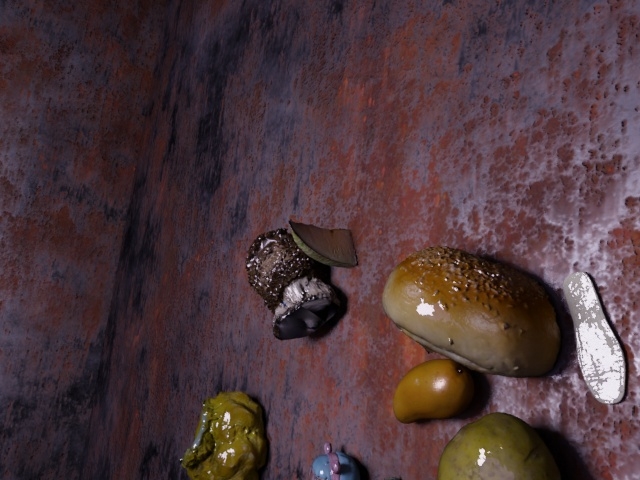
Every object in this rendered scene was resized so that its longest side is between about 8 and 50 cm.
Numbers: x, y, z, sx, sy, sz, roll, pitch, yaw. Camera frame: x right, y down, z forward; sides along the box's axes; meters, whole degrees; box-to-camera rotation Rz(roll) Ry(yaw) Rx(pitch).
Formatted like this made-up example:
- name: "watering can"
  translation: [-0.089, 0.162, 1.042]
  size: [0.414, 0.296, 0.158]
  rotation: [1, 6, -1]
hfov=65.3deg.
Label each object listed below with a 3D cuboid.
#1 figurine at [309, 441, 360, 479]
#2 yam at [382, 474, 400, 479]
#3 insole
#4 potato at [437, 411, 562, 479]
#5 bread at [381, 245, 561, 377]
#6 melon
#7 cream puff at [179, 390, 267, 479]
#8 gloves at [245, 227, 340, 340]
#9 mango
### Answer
- name: "figurine"
  translation: [0.017, 0.555, 1.029]
  size: [0.205, 0.103, 0.259]
  rotation: [129, 150, -86]
- name: "yam"
  translation: [0.146, 0.540, 0.859]
  size: [0.093, 0.093, 0.259]
  rotation: [-49, 46, 31]
- name: "insole"
  translation: [0.397, 0.137, 0.726]
  size: [0.063, 0.010, 0.191]
  rotation: [-30, 58, 44]
- name: "potato"
  translation: [0.258, 0.376, 0.717]
  size: [0.197, 0.149, 0.228]
  rotation: [-54, 40, 46]
- name: "bread"
  translation: [0.212, 0.099, 0.821]
  size: [0.314, 0.192, 0.171]
  rotation: [29, 104, 51]
- name: "melon"
  translation: [0.002, 0.008, 1.126]
  size: [0.054, 0.182, 0.097]
  rotation: [-21, 68, 46]
- name: "cream puff"
  translation: [-0.272, 0.533, 1.312]
  size: [0.282, 0.185, 0.281]
  rotation: [-15, 70, 45]
- name: "gloves"
  translation: [-0.082, 0.101, 1.237]
  size: [0.210, 0.135, 0.312]
  rotation: [-51, 45, 29]
- name: "mango"
  translation: [0.195, 0.269, 0.886]
  size: [0.184, 0.085, 0.102]
  rotation: [-47, 50, 47]
